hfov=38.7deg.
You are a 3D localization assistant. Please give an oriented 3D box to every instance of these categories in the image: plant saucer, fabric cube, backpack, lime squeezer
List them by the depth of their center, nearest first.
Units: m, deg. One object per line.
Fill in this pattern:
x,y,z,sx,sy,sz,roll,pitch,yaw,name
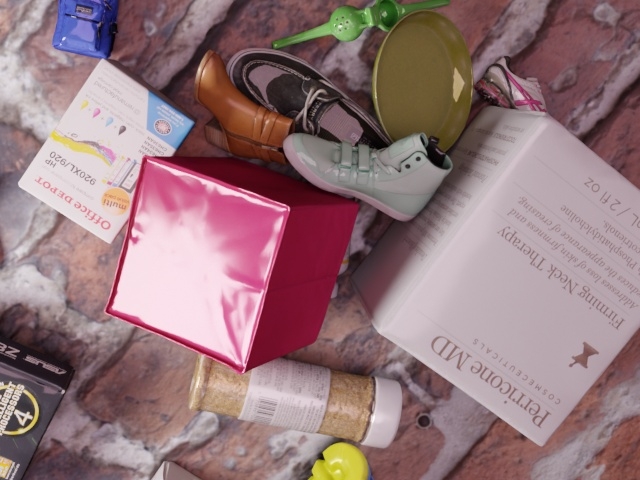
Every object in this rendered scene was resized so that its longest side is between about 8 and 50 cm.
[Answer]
-0.129,0.025,1.396,0.254,0.258,0.259,21,102,20,fabric cube
-0.365,-0.353,1.436,0.097,0.101,0.120,11,95,-15,backpack
0.076,-0.352,1.480,0.310,0.110,0.059,-16,83,-5,lime squeezer
0.162,-0.255,1.497,0.241,0.037,0.241,-8,103,-41,plant saucer

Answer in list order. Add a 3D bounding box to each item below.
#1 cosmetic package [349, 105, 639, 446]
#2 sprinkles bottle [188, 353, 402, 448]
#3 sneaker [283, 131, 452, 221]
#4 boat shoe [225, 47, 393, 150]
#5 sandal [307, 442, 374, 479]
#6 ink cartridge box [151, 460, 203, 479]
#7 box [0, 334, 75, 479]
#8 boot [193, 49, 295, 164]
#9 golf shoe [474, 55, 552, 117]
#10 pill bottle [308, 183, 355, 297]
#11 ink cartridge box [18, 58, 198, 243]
0.307,0.039,1.468,0.329,0.327,0.394,36,95,-11,cosmetic package
-0.043,0.266,1.568,0.355,0.121,0.121,13,98,-9,sprinkles bottle
0.079,-0.136,1.402,0.255,0.094,0.151,22,132,-22,sneaker
0.000,-0.214,1.492,0.335,0.119,0.121,27,96,-11,boat shoe
-0.011,0.496,1.618,0.317,0.126,0.138,-41,141,12,sandal
-0.268,0.525,1.600,0.160,0.092,0.219,34,95,-12,ink cartridge box
-0.630,0.319,1.494,0.318,0.097,0.395,27,105,-10,box
-0.114,-0.207,1.444,0.152,0.197,0.073,19,57,18,boot
0.357,-0.235,1.558,0.186,0.067,0.086,39,92,-11,golf shoe
0.000,0.000,1.537,0.103,0.103,0.184,5,99,-8,pill bottle
-0.330,-0.143,1.439,0.171,0.168,0.233,35,95,-12,ink cartridge box
